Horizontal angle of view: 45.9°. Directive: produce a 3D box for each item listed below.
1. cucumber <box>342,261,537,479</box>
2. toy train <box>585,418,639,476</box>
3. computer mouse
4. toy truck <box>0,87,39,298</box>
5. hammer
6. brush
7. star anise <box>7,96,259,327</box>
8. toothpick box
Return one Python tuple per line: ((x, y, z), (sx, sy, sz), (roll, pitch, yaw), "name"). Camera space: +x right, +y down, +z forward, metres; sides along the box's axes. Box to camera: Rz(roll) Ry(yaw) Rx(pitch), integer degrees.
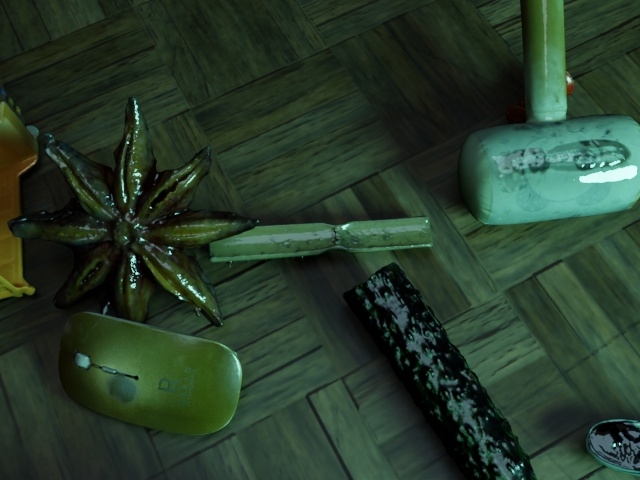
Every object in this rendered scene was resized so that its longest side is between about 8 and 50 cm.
((0.123, 0.149, 0.739), (0.072, 0.072, 0.300), (-28, 67, -11), "cucumber")
((0.366, 0.207, 0.706), (0.234, 0.051, 0.052), (5, 63, 10), "toy train")
((-0.177, 0.132, 0.762), (0.199, 0.045, 0.102), (13, 97, 9), "computer mouse")
((-0.398, -0.066, 0.856), (0.135, 0.114, 0.270), (-14, 63, 0), "toy truck")
((0.242, -0.174, 0.821), (0.202, 0.113, 0.305), (-6, 92, -2), "hammer")
((0.000, 0.000, 0.843), (0.248, 0.036, 0.043), (-5, 74, -3), "brush")
((-0.190, -0.015, 0.809), (0.272, 0.102, 0.271), (2, 102, 8), "star anise")
((0.262, -0.166, 0.906), (0.047, 0.047, 0.083), (36, 71, 19), "toothpick box")
